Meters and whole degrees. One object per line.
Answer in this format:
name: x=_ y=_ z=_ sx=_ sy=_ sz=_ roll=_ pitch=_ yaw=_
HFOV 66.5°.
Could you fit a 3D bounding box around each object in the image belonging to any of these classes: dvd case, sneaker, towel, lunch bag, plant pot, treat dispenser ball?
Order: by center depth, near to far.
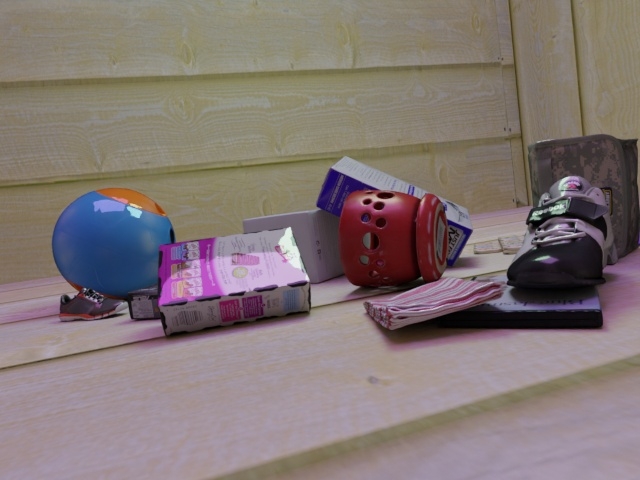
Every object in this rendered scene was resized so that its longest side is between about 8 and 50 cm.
towel: x=0.138 y=0.075 z=0.654 sx=0.144 sy=0.029 sz=0.197 roll=-15 pitch=-1 yaw=-4
dvd case: x=0.278 y=0.076 z=0.668 sx=0.181 sy=0.022 sz=0.253 roll=-5 pitch=4 yaw=28
sneaker: x=0.342 y=-0.016 z=0.694 sx=0.123 sy=0.146 sz=0.331 roll=-4 pitch=6 yaw=35
plant pot: x=0.145 y=-0.006 z=0.932 sx=0.174 sy=0.191 sz=0.191 roll=-2 pitch=6 yaw=27
lunch bag: x=0.506 y=-0.079 z=0.947 sx=0.287 sy=0.235 sz=0.169 roll=-11 pitch=8 yaw=-43
sneaker: x=-0.482 y=0.130 z=1.023 sx=0.158 sy=0.064 sz=0.061 roll=-7 pitch=4 yaw=9
treat dispenser ball: x=-0.517 y=0.010 z=1.237 sx=0.289 sy=0.287 sz=0.288 roll=-7 pitch=4 yaw=0

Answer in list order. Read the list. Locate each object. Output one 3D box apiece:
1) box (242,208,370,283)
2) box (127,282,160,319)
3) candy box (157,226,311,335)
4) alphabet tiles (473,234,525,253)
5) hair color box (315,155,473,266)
box: x=0.000 y=0.000 z=1.283 sx=0.215 sy=0.168 sz=0.345 roll=-5 pitch=5 yaw=37
box: x=-0.231 y=0.105 z=0.977 sx=0.231 sy=0.056 sz=0.183 roll=-5 pitch=4 yaw=16
candy box: x=-0.146 y=0.062 z=0.817 sx=0.234 sy=0.071 sz=0.159 roll=-8 pitch=38 yaw=-11
alphabet tiles: x=0.545 y=0.004 z=1.277 sx=0.278 sy=0.021 sz=0.284 roll=-7 pitch=4 yaw=18
hair color box: x=0.176 y=-0.076 z=1.150 sx=0.339 sy=0.110 sz=0.185 roll=23 pitch=21 yaw=5
